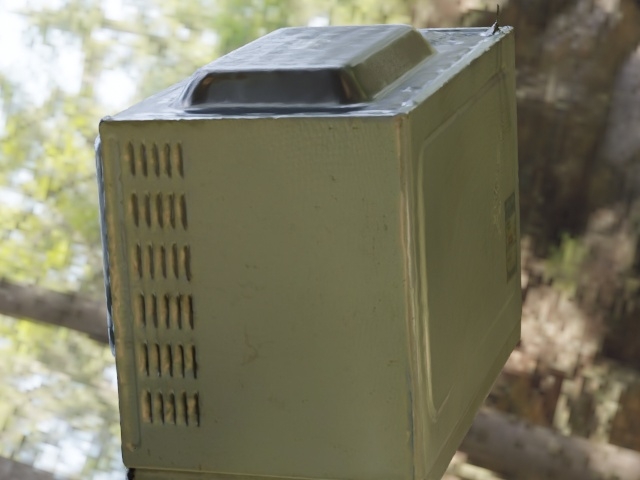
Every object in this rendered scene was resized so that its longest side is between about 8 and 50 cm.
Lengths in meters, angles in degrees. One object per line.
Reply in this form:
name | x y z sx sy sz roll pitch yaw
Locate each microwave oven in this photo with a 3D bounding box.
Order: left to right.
microwave oven | 0.000 0.000 0.691 0.205 0.129 0.163 -41 -51 -69
